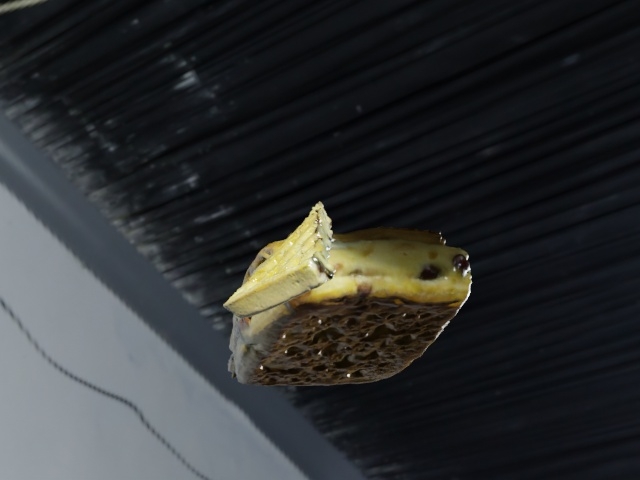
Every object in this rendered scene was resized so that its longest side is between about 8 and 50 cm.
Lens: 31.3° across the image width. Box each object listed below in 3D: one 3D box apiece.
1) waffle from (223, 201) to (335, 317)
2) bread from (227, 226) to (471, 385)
[{"bbox_3d":[0.000,0.000,0.815,0.023,0.097,0.153,55,40,-10],"label":"waffle"},{"bbox_3d":[0.016,0.063,1.124,0.210,0.235,0.099,0,61,-21],"label":"bread"}]
